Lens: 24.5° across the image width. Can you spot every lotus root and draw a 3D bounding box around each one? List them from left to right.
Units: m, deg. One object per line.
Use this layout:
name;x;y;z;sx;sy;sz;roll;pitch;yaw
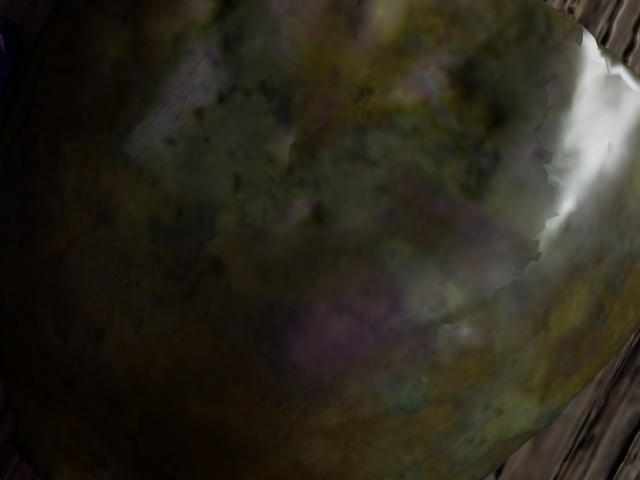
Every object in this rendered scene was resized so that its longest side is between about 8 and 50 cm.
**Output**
lotus root;-0.017;0.003;0.574;0.267;0.149;0.260;38;90;-8

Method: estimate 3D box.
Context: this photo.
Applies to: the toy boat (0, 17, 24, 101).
toy boat;-0.214;-0.041;0.513;0.114;0.262;0.115;41;123;24
